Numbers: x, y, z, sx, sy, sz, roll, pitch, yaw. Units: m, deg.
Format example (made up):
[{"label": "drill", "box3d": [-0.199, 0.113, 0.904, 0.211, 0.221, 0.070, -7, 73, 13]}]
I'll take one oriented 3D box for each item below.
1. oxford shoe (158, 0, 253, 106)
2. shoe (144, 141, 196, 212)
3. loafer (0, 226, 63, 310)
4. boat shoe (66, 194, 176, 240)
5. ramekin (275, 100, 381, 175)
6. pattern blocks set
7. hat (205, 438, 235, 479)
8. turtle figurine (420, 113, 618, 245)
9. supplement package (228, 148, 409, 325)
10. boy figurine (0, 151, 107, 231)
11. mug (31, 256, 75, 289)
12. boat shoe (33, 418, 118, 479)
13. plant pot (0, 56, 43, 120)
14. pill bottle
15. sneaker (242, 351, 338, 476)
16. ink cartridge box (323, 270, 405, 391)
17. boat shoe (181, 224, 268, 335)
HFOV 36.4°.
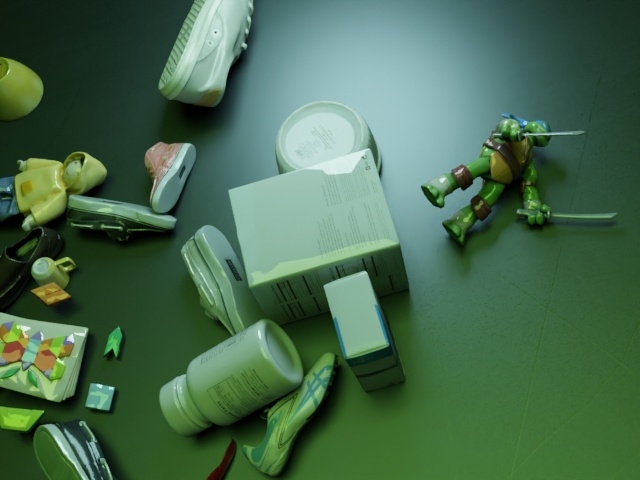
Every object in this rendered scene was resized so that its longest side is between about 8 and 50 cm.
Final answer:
[{"label": "oxford shoe", "box3d": [-0.210, -0.452, 2.047, 0.130, 0.169, 0.449, 29, 57, -21]}, {"label": "shoe", "box3d": [-0.316, -0.127, 1.927, 0.081, 0.063, 0.178, 7, 51, 18]}, {"label": "loafer", "box3d": [-0.605, 0.049, 1.895, 0.080, 0.078, 0.220, 34, 75, 24]}, {"label": "boat shoe", "box3d": [-0.391, -0.037, 1.906, 0.219, 0.078, 0.070, 11, 99, 7]}, {"label": "ramekin", "box3d": [0.010, -0.170, 1.865, 0.207, 0.109, 0.207, -4, 64, 9]}, {"label": "pattern blocks set", "box3d": [-0.529, 0.209, 1.782, 0.325, 0.026, 0.285, 1, 65, -7]}, {"label": "hat", "box3d": [-0.180, 0.486, 1.625, 0.173, 0.183, 0.208, 31, 117, 34]}, {"label": "turtle figurine", "box3d": [0.336, -0.106, 1.721, 0.266, 0.198, 0.274, -36, 59, -3]}, {"label": "supplement package", "box3d": [0.000, 0.000, 1.732, 0.263, 0.198, 0.199, -16, 63, 3]}, {"label": "boy figurine", "box3d": [-0.571, -0.098, 1.956, 0.285, 0.092, 0.177, -14, 55, 7]}, {"label": "mug", "box3d": [-0.523, 0.057, 1.883, 0.062, 0.064, 0.078, 27, 72, 23]}, {"label": "boat shoe", "box3d": [-0.379, 0.428, 1.650, 0.114, 0.091, 0.302, -50, 63, 36]}, {"label": "plant pot", "box3d": [-0.679, -0.339, 2.093, 0.134, 0.095, 0.134, -4, 63, 9]}, {"label": "pill bottle", "box3d": [-0.155, 0.241, 1.660, 0.229, 0.131, 0.131, -31, 61, 17]}, {"label": "sneaker", "box3d": [-0.047, 0.285, 1.661, 0.086, 0.085, 0.237, 33, 74, 5]}, {"label": "ink cartridge box", "box3d": [0.078, 0.158, 1.643, 0.082, 0.190, 0.139, -18, 62, 4]}, {"label": "boat shoe", "box3d": [-0.180, 0.102, 1.782, 0.088, 0.096, 0.267, -38, 72, 25]}]
